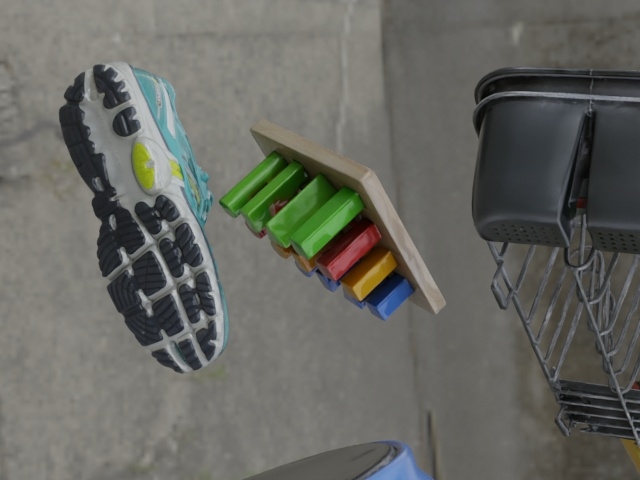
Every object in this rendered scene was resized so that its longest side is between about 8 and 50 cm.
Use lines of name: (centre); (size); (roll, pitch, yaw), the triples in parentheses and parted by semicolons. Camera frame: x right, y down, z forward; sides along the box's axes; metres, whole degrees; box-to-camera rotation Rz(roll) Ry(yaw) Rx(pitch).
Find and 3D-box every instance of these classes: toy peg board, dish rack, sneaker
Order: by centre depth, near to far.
dish rack: (0.184, 0.031, 0.622); (0.271, 0.208, 0.074); (57, 45, -55)
toy peg board: (0.000, 0.000, 1.182); (0.079, 0.161, 0.160); (-43, 129, -15)
sneaker: (-0.126, -0.025, 1.201); (0.110, 0.107, 0.275); (-2, 73, -57)

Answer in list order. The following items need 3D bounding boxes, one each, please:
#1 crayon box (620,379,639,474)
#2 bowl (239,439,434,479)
crayon box: (0.388, 0.226, 1.246); (0.202, 0.081, 0.318); (59, -22, -8)
bowl: (-0.082, 0.271, 1.216); (0.391, 0.391, 0.077); (-16, 85, -78)
